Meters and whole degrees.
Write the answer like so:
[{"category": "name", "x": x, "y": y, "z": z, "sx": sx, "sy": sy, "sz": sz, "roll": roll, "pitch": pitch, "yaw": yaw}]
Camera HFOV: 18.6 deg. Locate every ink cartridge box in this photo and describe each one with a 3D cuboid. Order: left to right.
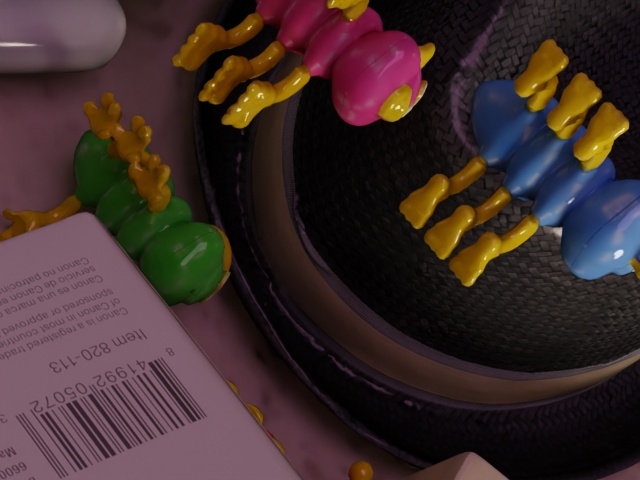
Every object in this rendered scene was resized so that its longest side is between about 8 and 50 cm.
[{"category": "ink cartridge box", "x": -0.095, "y": 0.150, "z": 0.648, "sx": 0.207, "sy": 0.117, "sz": 0.283, "roll": -21, "pitch": 58, "yaw": -34}]

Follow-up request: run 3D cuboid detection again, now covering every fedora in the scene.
[{"category": "fedora", "x": 0.115, "y": -0.051, "z": 0.882, "sx": 0.334, "sy": 0.152, "sz": 0.334, "roll": 10, "pitch": 68, "yaw": -26}]

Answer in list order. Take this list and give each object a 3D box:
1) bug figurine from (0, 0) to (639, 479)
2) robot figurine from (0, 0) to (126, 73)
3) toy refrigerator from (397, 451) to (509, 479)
[{"category": "bug figurine", "x": 0.000, "y": 0.000, "z": 0.766, "sx": 0.216, "sy": 0.279, "sz": 0.072, "roll": 53, "pitch": 29, "yaw": 14}, {"category": "robot figurine", "x": -0.123, "y": -0.210, "z": 0.779, "sx": 0.353, "sy": 0.200, "sz": 0.300, "roll": 3, "pitch": 99, "yaw": -29}, {"category": "toy refrigerator", "x": 0.121, "y": 0.208, "z": 0.818, "sx": 0.269, "sy": 0.102, "sz": 0.094, "roll": 39, "pitch": 58, "yaw": -11}]
